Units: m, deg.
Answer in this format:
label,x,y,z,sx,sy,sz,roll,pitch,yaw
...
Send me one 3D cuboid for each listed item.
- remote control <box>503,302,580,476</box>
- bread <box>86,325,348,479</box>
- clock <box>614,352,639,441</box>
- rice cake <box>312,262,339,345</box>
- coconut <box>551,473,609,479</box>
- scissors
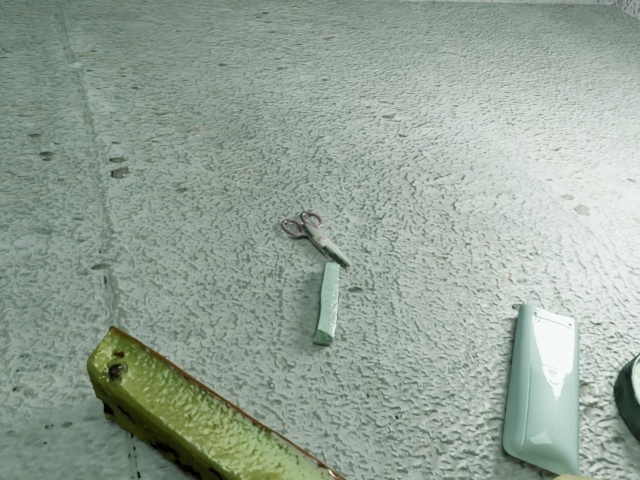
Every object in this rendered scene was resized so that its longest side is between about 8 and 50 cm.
label,x,y,z,sx,sy,sz,roll,pitch,yaw
remote control,0.351,0.212,0.768,0.103,0.051,0.293,19,43,11
bread,-0.129,0.244,0.595,0.361,0.138,0.077,27,48,19
clock,0.573,0.261,0.753,0.226,0.049,0.226,5,44,-5
rice cake,0.012,0.104,0.845,0.033,0.029,0.170,13,44,-5
coconut,0.279,0.369,0.465,0.259,0.259,0.259,4,43,-4
scissors,0.000,0.000,0.956,0.085,0.022,0.176,-24,49,-31
